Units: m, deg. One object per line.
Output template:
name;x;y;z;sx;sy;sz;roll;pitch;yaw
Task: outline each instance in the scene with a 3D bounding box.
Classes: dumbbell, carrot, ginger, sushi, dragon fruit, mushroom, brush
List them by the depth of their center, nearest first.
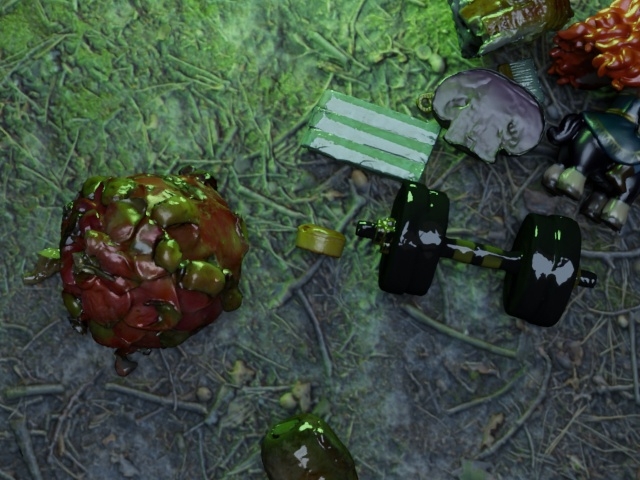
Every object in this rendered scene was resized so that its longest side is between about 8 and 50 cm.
dragon fruit;-0.249;0.029;1.453;0.296;0.263;0.314;-13;83;-7
carrot;0.009;0.415;1.489;0.138;0.139;0.302;-19;94;-5
dumbbell;0.246;0.021;1.522;0.388;0.185;0.185;12;82;-2
sushi;0.297;-0.379;1.544;0.184;0.274;0.139;-15;98;25
ginger;-0.442;0.037;1.560;0.097;0.030;0.048;-22;86;-7
mushroom;0.275;-0.200;1.579;0.188;0.117;0.141;28;96;11
brush;0.270;-0.252;1.646;0.218;0.010;0.083;-13;84;-4

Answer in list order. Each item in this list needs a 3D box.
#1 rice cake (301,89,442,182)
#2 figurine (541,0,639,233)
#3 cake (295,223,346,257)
rice cake;0.084;-0.174;1.611;0.211;0.038;0.124;23;82;0
figurine;0.518;-0.216;1.561;0.306;0.241;0.412;5;94;2
cake;0.000;0.000;1.563;0.084;0.084;0.044;17;89;-1
